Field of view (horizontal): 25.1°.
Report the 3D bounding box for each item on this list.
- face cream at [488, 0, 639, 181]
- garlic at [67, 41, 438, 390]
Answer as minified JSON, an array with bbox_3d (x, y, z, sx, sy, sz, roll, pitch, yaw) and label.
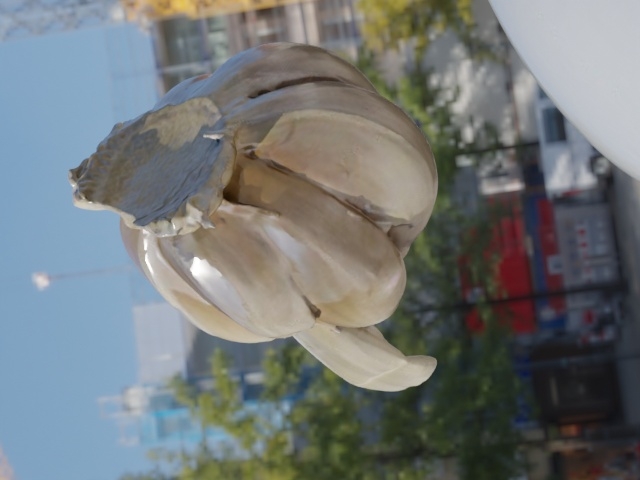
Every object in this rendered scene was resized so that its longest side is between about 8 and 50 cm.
[{"bbox_3d":[0.243,-0.158,0.844,0.357,0.219,0.312,51,154,22],"label":"face cream"},{"bbox_3d":[0.000,0.000,0.618,0.194,0.131,0.127,45,-120,-28],"label":"garlic"}]
